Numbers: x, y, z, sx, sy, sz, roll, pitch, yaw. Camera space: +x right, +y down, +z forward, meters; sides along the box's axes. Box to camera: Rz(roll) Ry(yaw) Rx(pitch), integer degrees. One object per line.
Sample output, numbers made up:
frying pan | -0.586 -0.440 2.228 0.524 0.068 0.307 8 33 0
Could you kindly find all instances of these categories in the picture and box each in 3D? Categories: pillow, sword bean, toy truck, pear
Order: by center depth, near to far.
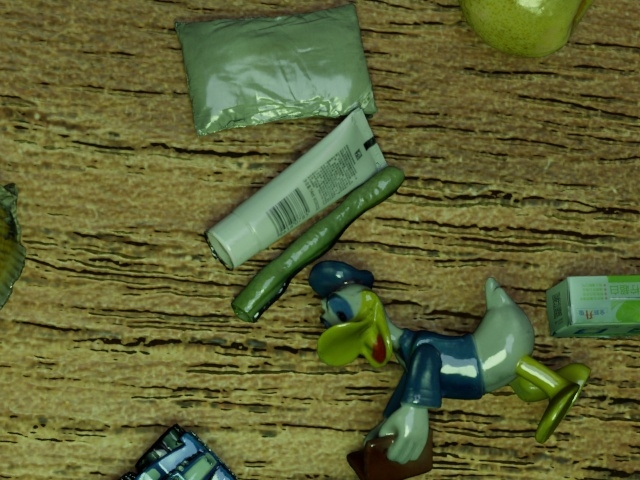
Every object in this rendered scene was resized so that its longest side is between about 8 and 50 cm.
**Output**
toy truck | -0.192 0.311 1.899 0.113 0.126 0.208 45 76 -1
sword bean | 0.000 -0.001 2.036 0.269 0.043 0.038 -42 59 -15
pillow | -0.053 -0.207 2.058 0.230 0.050 0.148 -7 74 -13
pear | 0.250 -0.313 2.088 0.178 0.178 0.178 2 80 -11

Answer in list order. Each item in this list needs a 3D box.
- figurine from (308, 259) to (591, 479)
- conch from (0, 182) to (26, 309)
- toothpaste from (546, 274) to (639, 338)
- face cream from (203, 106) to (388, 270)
figurine | 0.109 0.154 1.995 0.338 0.204 0.283 39 82 10
conch | -0.421 0.000 1.897 0.178 0.163 0.245 -5 112 3
toothpaste | 0.450 0.080 2.093 0.337 0.081 0.067 -1 77 -12
face cream | -0.028 -0.056 2.030 0.244 0.058 0.092 -36 121 -17
